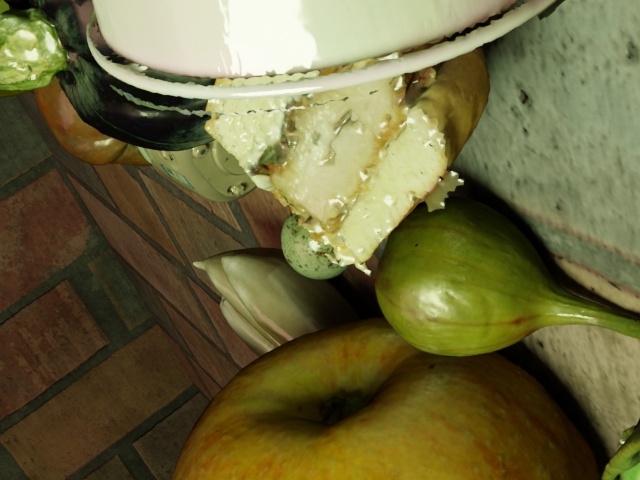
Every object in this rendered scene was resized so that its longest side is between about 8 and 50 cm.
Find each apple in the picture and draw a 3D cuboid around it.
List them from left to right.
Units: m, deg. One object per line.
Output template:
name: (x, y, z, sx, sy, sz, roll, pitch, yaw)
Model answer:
apple: (0.056, 0.244, 0.891, 0.400, 0.400, 0.333, 35, 131, 48)

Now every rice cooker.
rice cooker: (-0.123, -0.128, 1.040, 0.127, 0.145, 0.206, 35, 166, 31)

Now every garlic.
garlic: (-0.012, 0.126, 1.257, 0.325, 0.132, 0.279, 45, 161, 22)

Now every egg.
egg: (0.000, 0.000, 1.056, 0.085, 0.085, 0.110, 52, 175, 8)

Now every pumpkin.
pumpkin: (-0.169, -0.197, 0.798, 0.296, 0.296, 0.296, 48, 163, 20)

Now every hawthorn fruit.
hawthorn fruit: (-0.249, -0.207, 1.181, 0.199, 0.199, 0.251, 77, 168, -53)

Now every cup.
cup: (-0.018, -0.231, 0.414, 0.253, 0.253, 0.274, 36, 148, 47)

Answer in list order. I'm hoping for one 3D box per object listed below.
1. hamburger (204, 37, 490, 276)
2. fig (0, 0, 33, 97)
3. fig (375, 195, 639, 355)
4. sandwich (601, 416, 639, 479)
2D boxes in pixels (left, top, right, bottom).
hamburger: (0.022, -0.081, 0.653, 0.155, 0.245, 0.282, 39, 133, 1)
fig: (-0.492, -0.332, 1.350, 0.316, 0.316, 0.316, 48, 163, 20)
fig: (0.153, 0.038, 0.726, 0.236, 0.124, 0.124, 11, 140, 33)
sandwich: (0.278, 0.169, 0.600, 0.212, 0.109, 0.292, 29, 154, 42)
